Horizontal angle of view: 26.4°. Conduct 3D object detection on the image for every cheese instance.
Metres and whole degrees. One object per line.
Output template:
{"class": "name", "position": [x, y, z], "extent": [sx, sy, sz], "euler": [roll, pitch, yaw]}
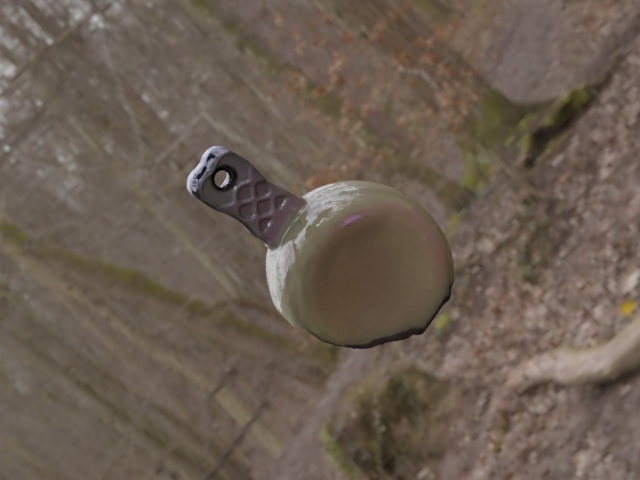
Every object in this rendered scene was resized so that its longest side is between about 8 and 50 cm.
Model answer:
{"class": "cheese", "position": [-0.002, 0.007, 0.760], "extent": [0.047, 0.171, 0.092], "euler": [32, 108, 60]}
